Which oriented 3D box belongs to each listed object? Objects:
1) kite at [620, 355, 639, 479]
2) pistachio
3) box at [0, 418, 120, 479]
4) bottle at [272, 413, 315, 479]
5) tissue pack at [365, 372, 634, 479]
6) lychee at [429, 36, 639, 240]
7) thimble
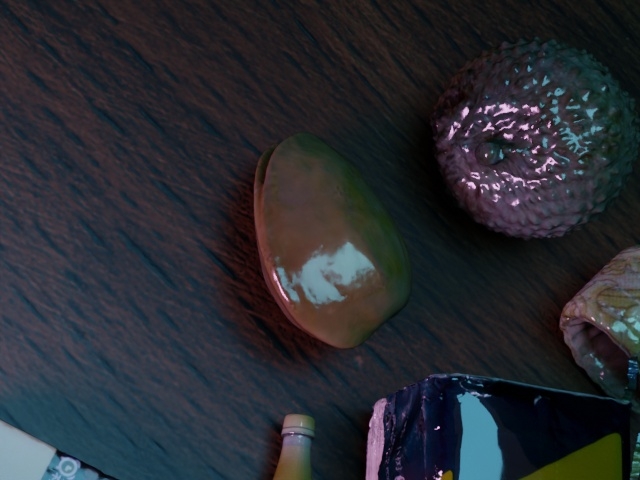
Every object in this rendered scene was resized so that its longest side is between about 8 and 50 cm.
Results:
[{"bbox_3d":[0.390,0.302,1.820,0.169,0.015,0.310,18,94,-20],"label":"kite"},{"bbox_3d":[0.000,0.000,1.746,0.260,0.163,0.213,59,30,6],"label":"pistachio"},{"bbox_3d":[-0.293,0.328,1.570,0.310,0.084,0.198,29,65,-10],"label":"box"},{"bbox_3d":[-0.038,0.328,1.672,0.083,0.083,0.269,12,66,-17],"label":"bottle"},{"bbox_3d":[0.191,0.378,1.651,0.264,0.253,0.416,10,72,-18],"label":"tissue pack"},{"bbox_3d":[0.270,-0.128,1.858,0.255,0.255,0.274,57,32,3],"label":"lychee"},{"bbox_3d":[0.407,0.116,1.880,0.143,0.137,0.190,-40,97,-26],"label":"thimble"}]
